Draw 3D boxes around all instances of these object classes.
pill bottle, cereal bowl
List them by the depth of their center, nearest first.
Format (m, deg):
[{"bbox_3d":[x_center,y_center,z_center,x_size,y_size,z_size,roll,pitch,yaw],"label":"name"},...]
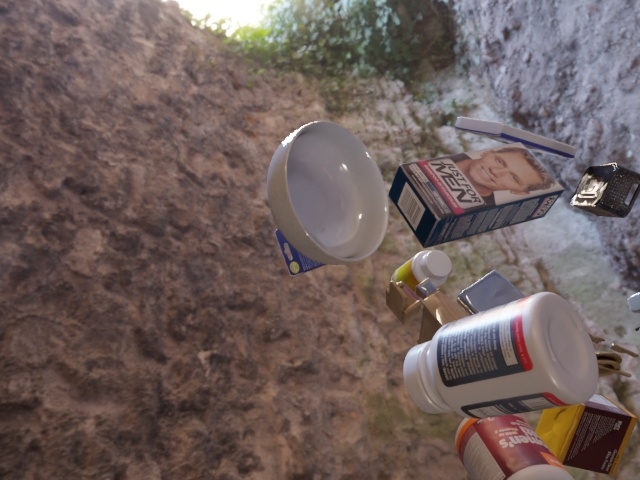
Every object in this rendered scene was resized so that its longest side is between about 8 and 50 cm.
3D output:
[{"bbox_3d":[0.180,0.130,0.537,0.108,0.180,0.107,19,-123,-33],"label":"pill bottle"},{"bbox_3d":[0.283,0.341,0.708,0.221,0.121,0.121,-114,0,-74],"label":"pill bottle"},{"bbox_3d":[0.004,-0.099,1.186,0.339,0.141,0.338,16,-114,-40],"label":"cereal bowl"},{"bbox_3d":[0.311,0.105,1.549,0.215,0.117,0.117,128,128,-62],"label":"pill bottle"}]

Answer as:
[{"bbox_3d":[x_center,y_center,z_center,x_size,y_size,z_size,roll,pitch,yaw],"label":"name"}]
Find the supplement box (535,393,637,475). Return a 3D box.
[{"bbox_3d":[0.776,0.556,1.488,0.129,0.194,0.191,-121,46,-78],"label":"supplement box"}]

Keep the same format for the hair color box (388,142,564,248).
[{"bbox_3d":[0.353,-0.111,1.152,0.105,0.348,0.173,105,145,-50],"label":"hair color box"}]

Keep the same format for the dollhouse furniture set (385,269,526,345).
[{"bbox_3d":[0.351,0.122,1.121,0.286,0.304,0.198,52,163,32],"label":"dollhouse furniture set"}]

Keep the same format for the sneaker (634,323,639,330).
[{"bbox_3d":[0.499,0.130,0.739,0.038,0.069,0.098,3,-109,-82],"label":"sneaker"}]

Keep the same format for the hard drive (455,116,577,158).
[{"bbox_3d":[0.615,-0.324,1.591,0.210,0.319,0.040,38,116,60],"label":"hard drive"}]

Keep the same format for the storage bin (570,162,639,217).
[{"bbox_3d":[0.779,-0.136,1.378,0.180,0.084,0.122,-57,-10,-84],"label":"storage bin"}]

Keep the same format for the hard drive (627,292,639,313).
[{"bbox_3d":[0.949,0.146,1.174,0.233,0.353,0.047,133,145,-56],"label":"hard drive"}]

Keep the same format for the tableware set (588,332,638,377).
[{"bbox_3d":[0.523,0.240,1.008,0.194,0.128,0.039,23,-131,-22],"label":"tableware set"}]

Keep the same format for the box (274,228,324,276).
[{"bbox_3d":[0.000,0.000,1.361,0.036,0.225,0.136,147,104,-76],"label":"box"}]
